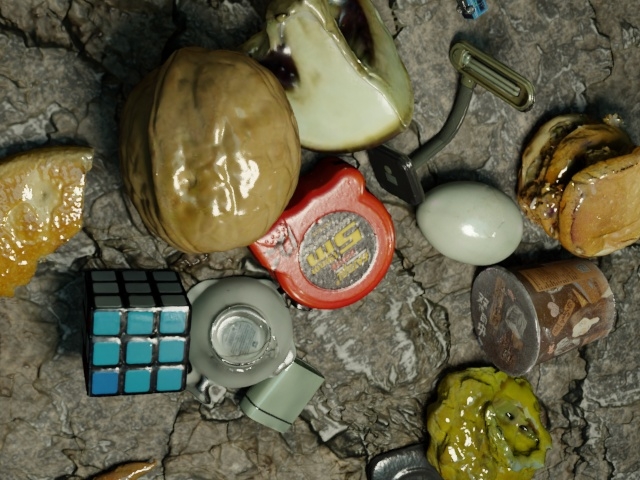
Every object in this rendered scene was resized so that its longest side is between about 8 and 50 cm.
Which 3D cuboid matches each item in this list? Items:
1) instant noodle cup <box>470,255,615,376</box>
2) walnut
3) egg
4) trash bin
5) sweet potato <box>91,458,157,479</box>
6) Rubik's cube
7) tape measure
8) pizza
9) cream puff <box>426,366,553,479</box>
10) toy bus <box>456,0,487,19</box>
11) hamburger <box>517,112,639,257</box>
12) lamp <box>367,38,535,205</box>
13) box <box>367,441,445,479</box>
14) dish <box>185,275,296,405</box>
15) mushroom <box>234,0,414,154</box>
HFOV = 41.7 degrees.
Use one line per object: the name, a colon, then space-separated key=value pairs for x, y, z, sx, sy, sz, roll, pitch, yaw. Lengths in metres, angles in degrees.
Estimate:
instant noodle cup: x=0.432 y=0.134 z=1.620 sx=0.207 sy=0.217 sz=0.218 roll=-13 pitch=111 yaw=-21
walnut: x=-0.170 y=-0.138 z=1.280 sx=0.252 sy=0.277 sz=0.313 roll=-22 pitch=111 yaw=-33
egg: x=0.271 y=-0.034 z=1.531 sx=0.209 sy=0.151 sz=0.151 roll=15 pitch=102 yaw=-21
trash bin: x=-0.071 y=0.279 z=1.556 sx=0.116 sy=0.059 sz=0.130 roll=35 pitch=93 yaw=-42
sweet potato: x=-0.388 y=0.451 z=1.514 sx=0.205 sy=0.060 sz=0.068 roll=-32 pitch=152 yaw=-9
Rubik's cube: x=-0.307 y=0.149 z=1.385 sx=0.160 sy=0.163 sz=0.162 roll=0 pitch=111 yaw=-19
tape measure: x=0.000 y=0.000 z=1.470 sx=0.253 sy=0.114 sz=0.260 roll=-36 pitch=119 yaw=-6
pizza: x=-0.493 y=-0.023 z=1.311 sx=0.365 sy=0.074 sz=0.182 roll=-42 pitch=114 yaw=-3
cream puff: x=0.340 y=0.381 z=1.662 sx=0.281 sy=0.185 sz=0.282 roll=-2 pitch=96 yaw=-16
toy bus: x=0.256 y=-0.429 z=1.458 sx=0.046 sy=0.038 sz=0.083 roll=-34 pitch=117 yaw=-11
hamburger: x=0.506 y=-0.108 z=1.557 sx=0.245 sy=0.211 sz=0.261 roll=15 pitch=108 yaw=-30
lamp: x=0.232 y=-0.183 z=1.450 sx=0.283 sy=0.203 sz=0.124 roll=-49 pitch=135 yaw=-3
box: x=0.200 y=0.521 z=1.748 sx=0.201 sy=0.042 sz=0.213 roll=-12 pitch=109 yaw=-14
dish: x=-0.150 y=0.173 z=1.455 sx=0.224 sy=0.078 sz=0.246 roll=37 pitch=84 yaw=-8
mushroom: x=-0.009 y=-0.292 z=1.372 sx=0.217 sy=0.212 sz=0.292 roll=-19 pitch=137 yaw=35
